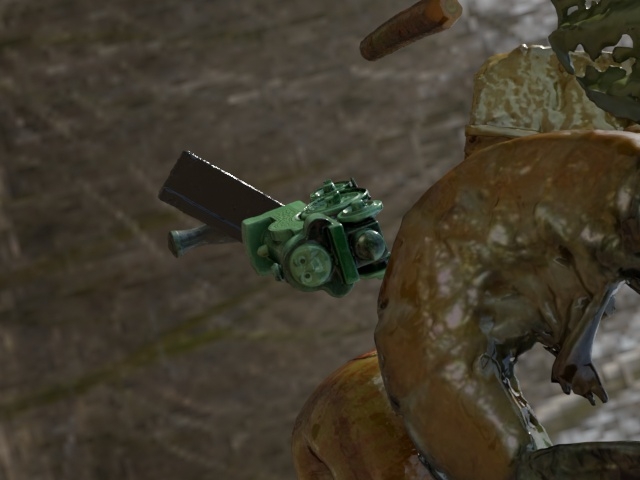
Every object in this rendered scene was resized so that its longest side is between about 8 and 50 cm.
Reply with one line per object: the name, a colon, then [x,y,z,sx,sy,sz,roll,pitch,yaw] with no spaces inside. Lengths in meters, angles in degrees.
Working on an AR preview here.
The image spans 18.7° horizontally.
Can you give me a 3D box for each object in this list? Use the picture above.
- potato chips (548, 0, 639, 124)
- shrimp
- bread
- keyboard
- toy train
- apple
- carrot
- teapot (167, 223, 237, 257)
potato chips: [0.269,-0.238,1.122,0.389,0.097,0.373,25,-67,49]
shrimp: [0.222,0.060,1.200,0.085,0.445,0.272,41,62,-52]
bread: [0.256,-0.070,1.603,0.184,0.275,0.114,84,10,-65]
keyboard: [-0.073,-0.024,2.042,0.060,0.195,0.018,-59,-171,9]
toy train: [0.000,0.000,1.564,0.178,0.105,0.071,-145,-143,-76]
apple: [0.075,0.214,1.972,0.211,0.188,0.211,41,-38,43]
carrot: [0.095,-0.227,2.093,0.171,0.042,0.042,-24,-100,57]
teapot: [-0.114,-0.009,2.140,0.043,0.111,0.042,162,-90,-82]
